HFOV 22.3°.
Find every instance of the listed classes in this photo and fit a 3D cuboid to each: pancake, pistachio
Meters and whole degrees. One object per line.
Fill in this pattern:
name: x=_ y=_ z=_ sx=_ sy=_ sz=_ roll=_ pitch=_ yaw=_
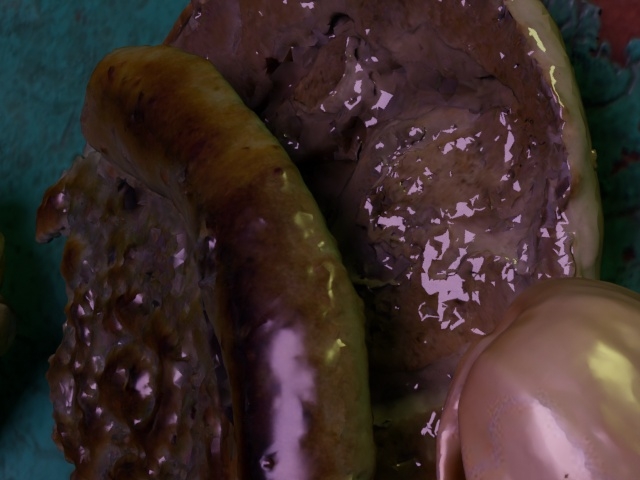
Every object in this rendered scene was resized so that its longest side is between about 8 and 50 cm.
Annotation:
pancake: x=0.000 y=-0.001 z=0.914 sx=0.387 sy=0.082 sz=0.387 roll=-10 pitch=75 yaw=43
pistachio: x=0.141 y=0.123 z=0.708 sx=0.157 sy=0.157 sz=0.229 roll=-41 pitch=73 yaw=24
pancake: x=-0.084 y=0.075 z=0.882 sx=0.305 sy=0.067 sz=0.427 roll=-27 pitch=65 yaw=47

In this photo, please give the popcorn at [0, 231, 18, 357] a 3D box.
popcorn: x=-0.312 y=0.050 z=1.095 sx=0.266 sy=0.192 sz=0.233 roll=-16 pitch=67 yaw=42
